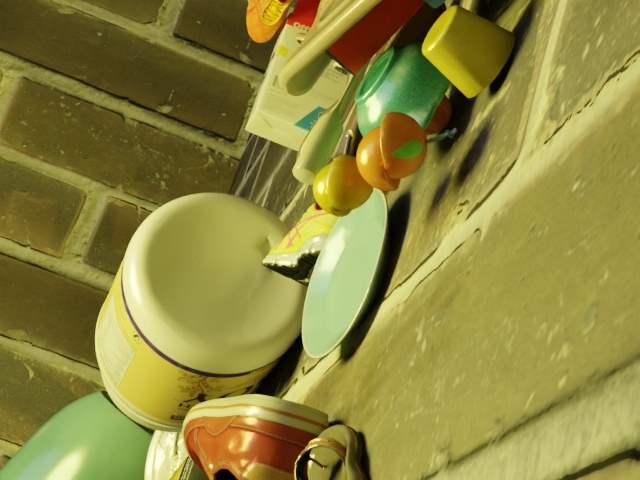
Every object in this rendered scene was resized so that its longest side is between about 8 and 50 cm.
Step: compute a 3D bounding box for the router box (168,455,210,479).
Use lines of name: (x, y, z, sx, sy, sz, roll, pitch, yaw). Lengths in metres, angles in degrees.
router box: (-0.183, 0.427, 1.707, 0.243, 0.081, 0.309, 126, 163, -61)

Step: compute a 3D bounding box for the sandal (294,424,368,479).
sandal: (0.003, 0.199, 1.183, 0.180, 0.049, 0.072, -110, 42, -78)

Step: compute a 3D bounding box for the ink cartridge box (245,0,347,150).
ink cartridge box: (-0.014, -0.255, 2.147, 0.078, 0.134, 0.231, 128, 162, -64)

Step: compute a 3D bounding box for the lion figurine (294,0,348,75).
lion figurine: (0.081, -0.367, 1.928, 0.240, 0.142, 0.392, -62, 21, -7)

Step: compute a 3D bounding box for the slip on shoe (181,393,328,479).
slip on shoe: (-0.079, 0.227, 1.447, 0.331, 0.123, 0.101, 149, 138, -69)

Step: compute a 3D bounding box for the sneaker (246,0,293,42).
sneaker: (-0.071, -0.363, 2.103, 0.067, 0.064, 0.175, -82, 15, -46)

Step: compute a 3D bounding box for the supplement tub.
supplement tub: (-0.165, 0.107, 1.840, 0.331, 0.241, 0.241, 124, 165, -60)

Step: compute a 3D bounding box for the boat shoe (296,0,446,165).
boat shoe: (0.079, -0.161, 1.559, 0.095, 0.095, 0.257, 33, 96, 46)

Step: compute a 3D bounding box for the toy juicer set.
toy juicer set: (0.067, -0.106, 1.346, 0.209, 0.089, 0.329, -59, 14, -7)

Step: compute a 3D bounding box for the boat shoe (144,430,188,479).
boat shoe: (-0.182, 0.294, 1.987, 0.096, 0.098, 0.277, -9, 71, 31)

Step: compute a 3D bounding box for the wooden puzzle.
wooden puzzle: (0.118, -0.302, 1.342, 0.322, 0.080, 0.348, -56, 7, -29)

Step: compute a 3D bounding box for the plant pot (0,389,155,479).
plant pot: (-0.355, 0.391, 2.283, 0.235, 0.293, 0.293, -53, 8, -3)

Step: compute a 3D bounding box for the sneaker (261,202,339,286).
sneaker: (0.000, 0.000, 1.634, 0.208, 0.081, 0.094, -18, 50, 65)

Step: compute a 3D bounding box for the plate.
plate: (0.031, 0.036, 1.438, 0.188, 0.024, 0.188, -55, 21, 35)
